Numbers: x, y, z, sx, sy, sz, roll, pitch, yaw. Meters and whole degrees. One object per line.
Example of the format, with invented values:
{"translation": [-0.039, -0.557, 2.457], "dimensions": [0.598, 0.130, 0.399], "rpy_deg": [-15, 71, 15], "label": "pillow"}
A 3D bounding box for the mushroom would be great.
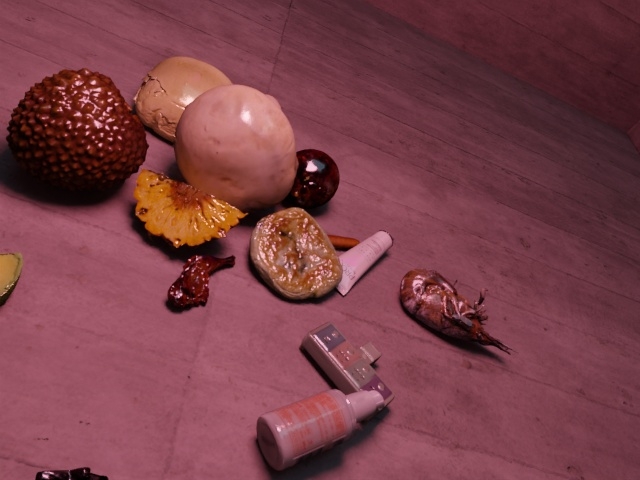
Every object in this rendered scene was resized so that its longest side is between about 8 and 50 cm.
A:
{"translation": [-0.186, -0.243, 1.385], "dimensions": [0.314, 0.314, 0.336], "rpy_deg": [26, 35, -8], "label": "mushroom"}

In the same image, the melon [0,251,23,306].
{"translation": [-0.606, 0.089, 0.957], "dimensions": [0.210, 0.064, 0.118], "rpy_deg": [-8, 55, -35], "label": "melon"}

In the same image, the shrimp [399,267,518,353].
{"translation": [0.353, 0.185, 1.442], "dimensions": [0.343, 0.116, 0.145], "rpy_deg": [33, 54, 1], "label": "shrimp"}

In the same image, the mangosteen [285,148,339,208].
{"translation": [-0.031, -0.169, 1.521], "dimensions": [0.172, 0.172, 0.184], "rpy_deg": [28, 21, -5], "label": "mangosteen"}

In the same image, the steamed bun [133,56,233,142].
{"translation": [-0.337, -0.364, 1.508], "dimensions": [0.273, 0.166, 0.232], "rpy_deg": [26, 39, -9], "label": "steamed bun"}

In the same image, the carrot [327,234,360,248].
{"translation": [0.000, 0.000, 1.456], "dimensions": [0.248, 0.043, 0.043], "rpy_deg": [5, 47, -31], "label": "carrot"}

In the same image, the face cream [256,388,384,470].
{"translation": [0.013, 0.330, 1.060], "dimensions": [0.252, 0.101, 0.101], "rpy_deg": [-13, 57, -32], "label": "face cream"}

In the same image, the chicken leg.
{"translation": [-0.252, 0.073, 1.213], "dimensions": [0.093, 0.053, 0.205], "rpy_deg": [49, 44, -16], "label": "chicken leg"}

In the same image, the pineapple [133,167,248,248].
{"translation": [-0.301, -0.043, 1.276], "dimensions": [0.250, 0.164, 0.139], "rpy_deg": [23, 79, -5], "label": "pineapple"}

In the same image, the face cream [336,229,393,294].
{"translation": [0.098, 0.047, 1.466], "dimensions": [0.092, 0.058, 0.244], "rpy_deg": [46, 48, 9], "label": "face cream"}

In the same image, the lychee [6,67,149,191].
{"translation": [-0.506, -0.219, 1.196], "dimensions": [0.268, 0.267, 0.267], "rpy_deg": [18, 42, -17], "label": "lychee"}

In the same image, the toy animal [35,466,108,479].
{"translation": [-0.338, 0.421, 0.774], "dimensions": [0.117, 0.121, 0.210], "rpy_deg": [-14, 63, -19], "label": "toy animal"}

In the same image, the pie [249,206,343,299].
{"translation": [-0.054, 0.029, 1.344], "dimensions": [0.241, 0.054, 0.240], "rpy_deg": [13, 59, -23], "label": "pie"}

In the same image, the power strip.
{"translation": [0.071, 0.268, 1.227], "dimensions": [0.215, 0.061, 0.145], "rpy_deg": [49, 36, 17], "label": "power strip"}
